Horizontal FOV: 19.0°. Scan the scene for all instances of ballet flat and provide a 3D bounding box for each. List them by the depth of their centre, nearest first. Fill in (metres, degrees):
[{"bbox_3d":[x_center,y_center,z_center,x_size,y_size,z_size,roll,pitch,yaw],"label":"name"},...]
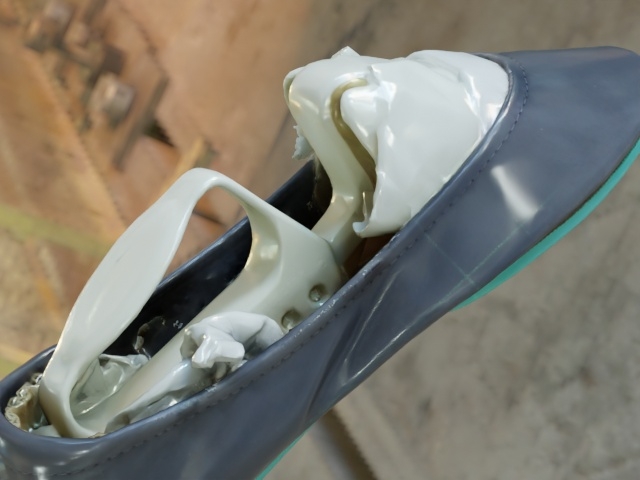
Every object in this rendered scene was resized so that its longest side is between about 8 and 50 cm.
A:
[{"bbox_3d":[0.000,0.000,0.461,0.203,0.074,0.074,-41,26,-14],"label":"ballet flat"}]
